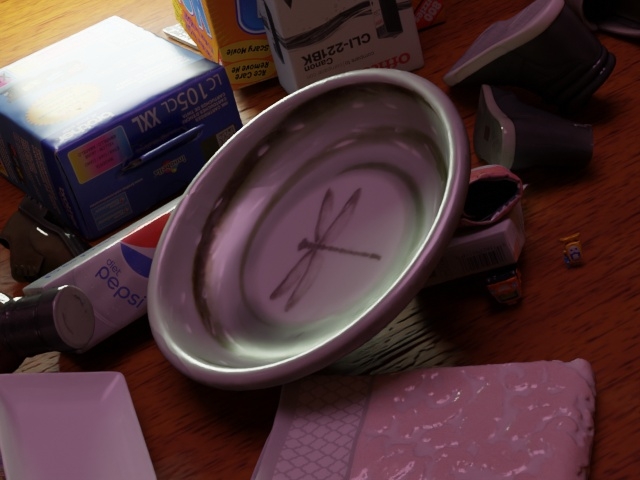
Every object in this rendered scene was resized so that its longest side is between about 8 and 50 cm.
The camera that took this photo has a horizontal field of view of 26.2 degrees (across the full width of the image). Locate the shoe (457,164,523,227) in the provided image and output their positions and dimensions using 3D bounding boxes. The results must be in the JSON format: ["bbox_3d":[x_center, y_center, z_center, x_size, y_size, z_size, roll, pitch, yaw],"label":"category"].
[{"bbox_3d":[0.133,-0.039,1.503,0.178,0.063,0.081,-18,7,-1],"label":"shoe"}]

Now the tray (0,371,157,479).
[{"bbox_3d":[-0.236,0.225,1.334,0.145,0.030,0.270,2,35,-24],"label":"tray"}]

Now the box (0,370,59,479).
[{"bbox_3d":[-0.416,0.243,1.427,0.293,0.057,0.201,-11,33,8],"label":"box"}]

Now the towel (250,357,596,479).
[{"bbox_3d":[0.081,0.227,1.232,0.317,0.053,0.332,-4,35,18],"label":"towel"}]

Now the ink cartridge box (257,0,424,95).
[{"bbox_3d":[0.017,-0.346,1.942,0.197,0.272,0.114,-22,36,-8],"label":"ink cartridge box"}]

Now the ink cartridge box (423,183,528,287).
[{"bbox_3d":[0.161,-0.003,1.555,0.145,0.045,0.179,-17,11,22],"label":"ink cartridge box"}]

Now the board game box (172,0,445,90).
[{"bbox_3d":[-0.061,-0.500,2.118,0.357,0.356,0.356,-20,32,-10],"label":"board game box"}]

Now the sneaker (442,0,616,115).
[{"bbox_3d":[0.271,-0.216,1.799,0.104,0.147,0.296,-52,12,-19],"label":"sneaker"}]

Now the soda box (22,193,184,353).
[{"bbox_3d":[-0.197,0.022,1.611,0.286,0.091,0.098,-32,10,-23],"label":"soda box"}]

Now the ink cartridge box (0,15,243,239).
[{"bbox_3d":[-0.286,-0.158,1.909,0.270,0.151,0.395,-31,36,-22],"label":"ink cartridge box"}]

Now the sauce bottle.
[{"bbox_3d":[-0.407,0.112,1.523,0.344,0.111,0.111,-13,30,29],"label":"sauce bottle"}]

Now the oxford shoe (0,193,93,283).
[{"bbox_3d":[-0.332,0.029,1.720,0.096,0.083,0.227,-50,42,-8],"label":"oxford shoe"}]

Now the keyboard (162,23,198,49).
[{"bbox_3d":[-0.166,-0.325,2.234,0.072,0.014,0.256,-31,35,-22],"label":"keyboard"}]

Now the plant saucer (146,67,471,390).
[{"bbox_3d":[0.000,0.000,1.458,0.400,0.100,0.400,-25,42,25],"label":"plant saucer"}]

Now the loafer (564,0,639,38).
[{"bbox_3d":[0.393,-0.350,1.926,0.111,0.112,0.319,-27,33,-32],"label":"loafer"}]

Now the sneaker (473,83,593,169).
[{"bbox_3d":[0.259,-0.132,1.702,0.118,0.083,0.222,4,23,-6],"label":"sneaker"}]

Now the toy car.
[{"bbox_3d":[0.233,0.035,1.467,0.122,0.040,0.060,-21,11,-3],"label":"toy car"}]
